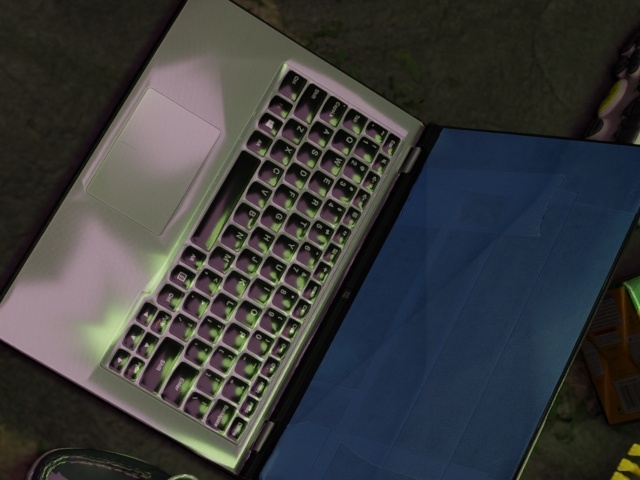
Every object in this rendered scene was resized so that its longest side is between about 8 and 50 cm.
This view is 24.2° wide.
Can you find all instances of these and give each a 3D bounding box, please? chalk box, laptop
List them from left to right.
[{"bbox_3d":[0.000,0.000,1.249,0.408,0.236,0.382,32,71,-8],"label":"laptop"},{"bbox_3d":[0.363,0.072,1.400,0.213,0.132,0.132,-20,85,-21],"label":"chalk box"}]

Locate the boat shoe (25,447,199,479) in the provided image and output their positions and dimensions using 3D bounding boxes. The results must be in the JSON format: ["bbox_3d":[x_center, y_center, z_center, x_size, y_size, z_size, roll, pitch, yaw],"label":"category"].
[{"bbox_3d":[-0.124,0.245,1.241,0.254,0.079,0.095,33,71,-8],"label":"boat shoe"}]

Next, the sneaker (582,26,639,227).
[{"bbox_3d":[0.346,-0.137,1.473,0.110,0.107,0.275,39,74,-26],"label":"sneaker"}]

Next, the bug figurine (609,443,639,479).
[{"bbox_3d":[0.398,0.198,1.335,0.279,0.072,0.216,11,113,-36],"label":"bug figurine"}]
